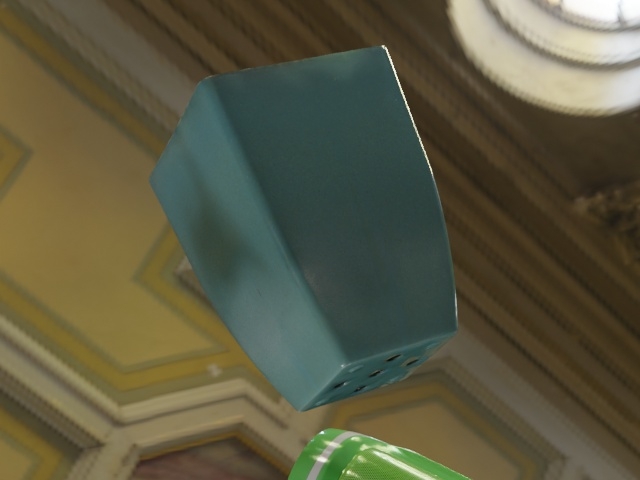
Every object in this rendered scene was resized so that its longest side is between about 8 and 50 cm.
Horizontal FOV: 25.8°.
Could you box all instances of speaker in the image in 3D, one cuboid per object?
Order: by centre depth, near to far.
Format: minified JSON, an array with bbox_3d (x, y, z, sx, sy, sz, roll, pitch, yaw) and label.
[{"bbox_3d":[0.112,0.295,1.392,0.131,0.296,0.131,-42,-36,-41],"label":"speaker"}]

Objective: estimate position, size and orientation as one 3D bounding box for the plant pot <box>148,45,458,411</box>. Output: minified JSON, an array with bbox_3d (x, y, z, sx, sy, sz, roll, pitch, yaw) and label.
[{"bbox_3d":[0.000,0.000,1.094,0.165,0.165,0.234,-15,-109,-28],"label":"plant pot"}]
